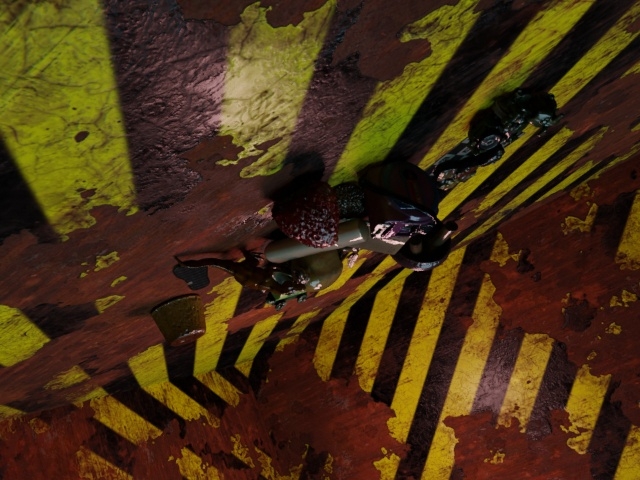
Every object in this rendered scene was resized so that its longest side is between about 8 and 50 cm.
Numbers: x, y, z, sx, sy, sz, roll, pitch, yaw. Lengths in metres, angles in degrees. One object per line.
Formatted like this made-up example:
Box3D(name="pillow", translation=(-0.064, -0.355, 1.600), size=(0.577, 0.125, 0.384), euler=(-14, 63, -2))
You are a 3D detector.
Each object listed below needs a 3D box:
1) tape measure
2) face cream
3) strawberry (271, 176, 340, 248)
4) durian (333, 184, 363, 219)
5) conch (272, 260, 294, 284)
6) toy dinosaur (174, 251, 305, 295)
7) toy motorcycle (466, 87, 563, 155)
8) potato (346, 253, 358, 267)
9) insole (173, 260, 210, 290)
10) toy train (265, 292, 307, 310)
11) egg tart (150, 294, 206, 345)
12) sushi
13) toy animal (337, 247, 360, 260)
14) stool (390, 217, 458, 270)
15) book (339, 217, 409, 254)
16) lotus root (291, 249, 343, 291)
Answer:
Box3D(name="tape measure", translation=(0.229, -0.121, 1.494), size=(0.245, 0.231, 0.149), euler=(2, 148, -23))
Box3D(name="face cream", translation=(0.000, 0.000, 1.632), size=(0.349, 0.081, 0.173), euler=(-14, 179, 24))
Box3D(name="strawberry", translation=(-0.025, -0.065, 1.379), size=(0.187, 0.201, 0.184), euler=(-37, -171, -29))
Box3D(name="durian", translation=(0.091, -0.114, 1.554), size=(0.189, 0.091, 0.148), euler=(-20, 163, -21))
Box3D(name="conch", translation=(-0.132, 0.134, 1.965), size=(0.182, 0.124, 0.187), euler=(-24, 139, 37))
Box3D(name="toy dinosaur", translation=(-0.265, 0.098, 1.637), size=(0.432, 0.208, 0.097), euler=(14, 106, -17))
Box3D(name="toy motorcycle", translation=(0.568, -0.343, 1.464), size=(0.275, 0.127, 0.205), euler=(-13, 157, -26))
Box3D(name="potato", translation=(0.149, 0.084, 2.354), size=(0.037, 0.036, 0.093), euler=(17, 130, -10))
Box3D(name="insole", translation=(-0.431, 0.122, 1.686), size=(0.110, 0.012, 0.309), euler=(-22, 163, -14))
Box3D(name="toy train", translation=(-0.134, 0.227, 2.290), size=(0.253, 0.105, 0.157), euler=(-11, 146, -42))
Box3D(name="egg tart", translation=(-0.531, 0.310, 1.888), size=(0.203, 0.147, 0.202), euler=(-21, 161, -7))
Box3D(name="sushi", translation=(0.526, -0.260, 1.763), size=(0.343, 0.064, 0.359), euler=(-7, 155, -46))
Box3D(name="toy animal", translation=(0.130, 0.018, 2.042), size=(0.214, 0.093, 0.186), euler=(-25, 173, 4))
Box3D(name="stool", translation=(0.401, -0.034, 1.976), size=(0.272, 0.272, 0.178), euler=(-21, 149, -13))
Box3D(name="book", translation=(0.181, -0.016, 1.853), size=(0.283, 0.025, 0.215), euler=(12, 153, -11))
Box3D(name="lotus root", translation=(-0.023, 0.103, 1.815), size=(0.152, 0.169, 0.343), euler=(-23, 180, 25))
